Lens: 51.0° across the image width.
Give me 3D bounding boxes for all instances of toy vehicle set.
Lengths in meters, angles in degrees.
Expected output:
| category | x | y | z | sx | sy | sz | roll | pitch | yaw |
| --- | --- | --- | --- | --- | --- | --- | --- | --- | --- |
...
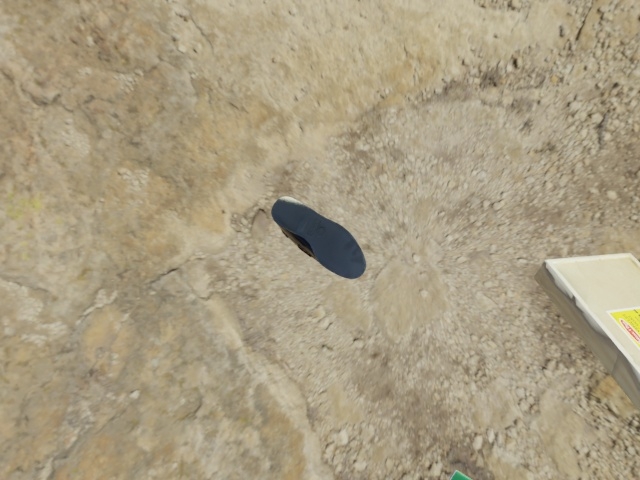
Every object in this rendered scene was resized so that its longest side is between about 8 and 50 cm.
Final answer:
| category | x | y | z | sx | sy | sz | roll | pitch | yaw |
| --- | --- | --- | --- | --- | --- | --- | --- | --- | --- |
| toy vehicle set | 0.411 | 0.121 | 0.847 | 0.166 | 0.035 | 0.267 | -3 | 43 | -26 |

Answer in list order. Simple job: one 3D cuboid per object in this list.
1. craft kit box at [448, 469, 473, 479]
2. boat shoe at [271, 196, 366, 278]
| category | x | y | z | sx | sy | sz | roll | pitch | yaw |
| --- | --- | --- | --- | --- | --- | --- | --- | --- | --- |
| craft kit box | 0.155 | 0.455 | 0.877 | 0.061 | 0.246 | 0.250 | 23 | 65 | 39 |
| boat shoe | 0.001 | -0.001 | 0.769 | 0.133 | 0.042 | 0.049 | 37 | 85 | 19 |
